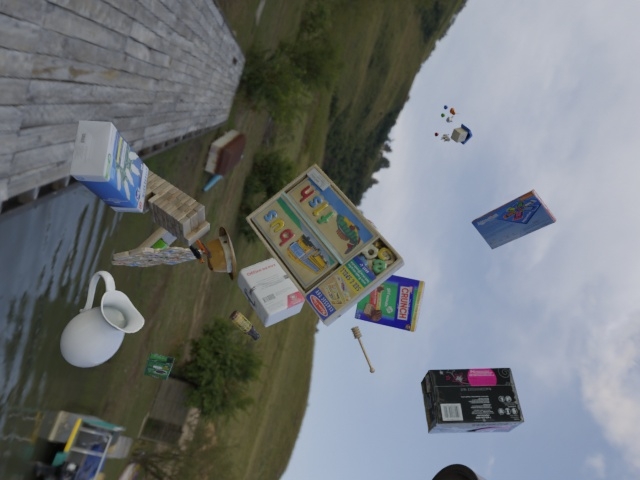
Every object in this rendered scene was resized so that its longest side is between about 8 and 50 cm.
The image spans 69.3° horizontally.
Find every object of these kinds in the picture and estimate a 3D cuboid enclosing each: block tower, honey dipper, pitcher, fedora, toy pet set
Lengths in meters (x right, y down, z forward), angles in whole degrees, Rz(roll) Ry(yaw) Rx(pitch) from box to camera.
[{"bbox_3d":[-0.479,-0.120,1.351,0.091,0.336,0.097,-47,162,-36],"label":"block tower"},{"bbox_3d":[0.143,0.364,1.541,0.160,0.031,0.030,68,-28,20],"label":"honey dipper"},{"bbox_3d":[-0.525,0.188,1.085,0.207,0.126,0.177,-39,-111,25],"label":"pitcher"},{"bbox_3d":[-0.334,0.050,1.528,0.194,0.079,0.194,168,-90,-70],"label":"fedora"},{"bbox_3d":[0.476,-0.399,1.625,0.114,0.065,0.122,52,-34,34],"label":"toy pet set"}]

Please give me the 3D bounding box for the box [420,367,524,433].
[{"bbox_3d":[0.441,0.480,1.375,0.142,0.248,0.163,88,0,-57],"label":"box"}]

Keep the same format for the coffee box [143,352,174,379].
[{"bbox_3d":[-0.736,0.573,2.106,0.184,0.113,0.040,122,-20,-46],"label":"coffee box"}]

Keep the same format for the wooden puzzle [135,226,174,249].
[{"bbox_3d":[-0.636,-0.010,1.966,0.322,0.080,0.348,-46,-176,-12],"label":"wooden puzzle"}]

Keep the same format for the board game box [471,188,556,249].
[{"bbox_3d":[0.740,-0.075,1.792,0.027,0.145,0.281,-43,-174,-41],"label":"board game box"}]

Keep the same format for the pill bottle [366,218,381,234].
[{"bbox_3d":[0.177,-0.019,1.718,0.152,0.086,0.086,-109,-141,-67],"label":"pill bottle"}]

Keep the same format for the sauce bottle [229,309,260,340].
[{"bbox_3d":[-0.259,0.296,1.602,0.042,0.128,0.042,-38,-160,16],"label":"sauce bottle"}]

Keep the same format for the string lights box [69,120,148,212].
[{"bbox_3d":[-0.509,-0.171,1.138,0.259,0.077,0.133,98,-6,-76],"label":"string lights box"}]

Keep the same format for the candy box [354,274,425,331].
[{"bbox_3d":[0.361,0.310,2.403,0.122,0.318,0.267,20,81,-74],"label":"candy box"}]

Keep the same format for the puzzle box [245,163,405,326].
[{"bbox_3d":[0.000,0.000,1.299,0.272,0.409,0.052,-39,154,-2],"label":"puzzle box"}]

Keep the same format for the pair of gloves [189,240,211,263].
[{"bbox_3d":[-0.372,0.032,1.430,0.083,0.074,0.010,-27,-168,46],"label":"pair of gloves"}]

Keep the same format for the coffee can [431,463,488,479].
[{"bbox_3d":[0.424,0.724,1.168,0.201,0.275,0.201,-50,-165,19],"label":"coffee can"}]

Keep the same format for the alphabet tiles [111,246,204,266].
[{"bbox_3d":[-0.558,0.055,1.599,0.284,0.278,0.021,14,65,-65],"label":"alphabet tiles"}]

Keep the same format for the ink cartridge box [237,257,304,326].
[{"bbox_3d":[-0.185,0.187,1.703,0.217,0.159,0.092,53,-36,26],"label":"ink cartridge box"}]
